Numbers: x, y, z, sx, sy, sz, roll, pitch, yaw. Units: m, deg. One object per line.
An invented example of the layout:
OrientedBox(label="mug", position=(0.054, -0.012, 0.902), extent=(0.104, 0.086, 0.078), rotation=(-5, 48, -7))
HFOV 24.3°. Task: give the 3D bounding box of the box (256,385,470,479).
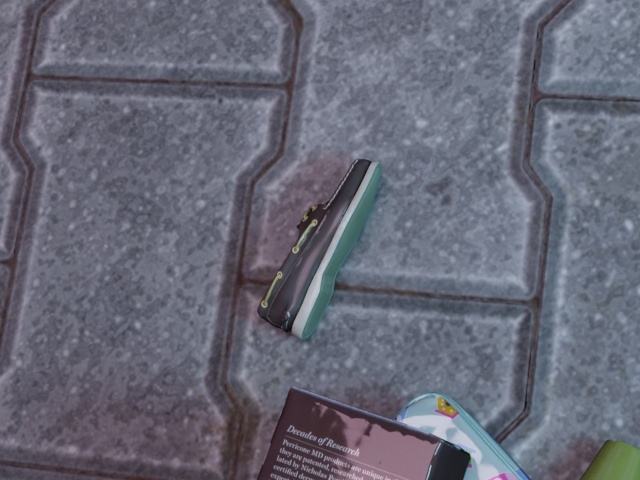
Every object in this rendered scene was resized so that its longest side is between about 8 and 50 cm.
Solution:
OrientedBox(label="box", position=(0.031, 0.276, 1.491), extent=(0.167, 0.168, 0.203), rotation=(17, 81, 19))

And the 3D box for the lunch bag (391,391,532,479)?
OrientedBox(label="lunch bag", position=(0.102, 0.326, 1.608), extent=(0.279, 0.108, 0.224), rotation=(-44, 70, 1))

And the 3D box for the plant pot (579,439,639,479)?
OrientedBox(label="plant pot", position=(0.312, 0.258, 1.587), extent=(0.083, 0.083, 0.079), rotation=(21, 70, 20))

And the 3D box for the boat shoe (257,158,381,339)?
OrientedBox(label="boat shoe", position=(0.000, 0.000, 1.738), extent=(0.069, 0.081, 0.228), rotation=(24, 86, 16))
